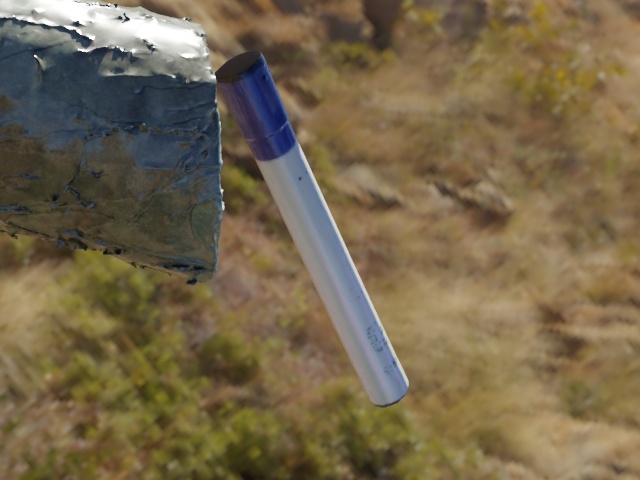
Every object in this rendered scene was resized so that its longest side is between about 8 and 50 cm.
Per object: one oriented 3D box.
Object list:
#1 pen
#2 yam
[{"bbox_3d":[0.000,0.000,1.041,0.033,0.033,0.269,-91,160,-56],"label":"pen"},{"bbox_3d":[-0.122,-0.051,0.667,0.183,0.107,0.107,11,30,-3],"label":"yam"}]
